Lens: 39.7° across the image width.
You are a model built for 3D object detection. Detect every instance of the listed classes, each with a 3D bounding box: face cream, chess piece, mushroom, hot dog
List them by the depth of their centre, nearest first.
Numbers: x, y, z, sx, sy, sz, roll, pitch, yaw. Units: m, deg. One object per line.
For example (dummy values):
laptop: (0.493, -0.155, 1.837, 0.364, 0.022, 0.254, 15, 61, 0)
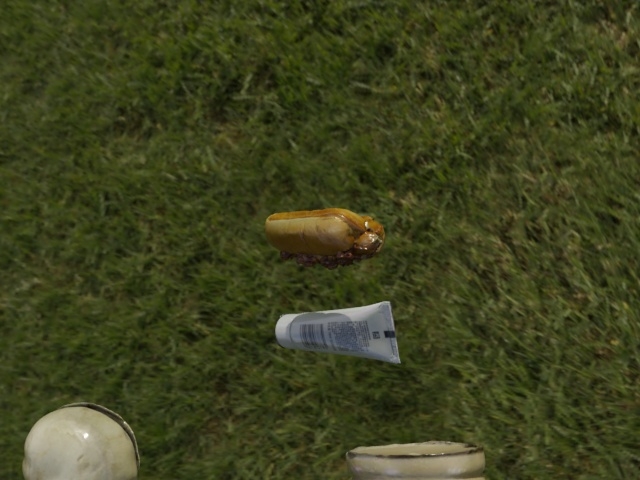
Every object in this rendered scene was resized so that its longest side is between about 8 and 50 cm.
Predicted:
chess piece: (0.103, 0.355, 0.856, 0.139, 0.124, 0.307, -6, 81, 8)
mushroom: (-0.291, 0.276, 1.077, 0.154, 0.122, 0.154, 0, 89, 10)
hot dog: (0.000, 0.000, 1.228, 0.249, 0.102, 0.076, 1, 75, 57)
face cream: (0.024, 0.139, 1.359, 0.244, 0.058, 0.092, -5, 99, 47)
